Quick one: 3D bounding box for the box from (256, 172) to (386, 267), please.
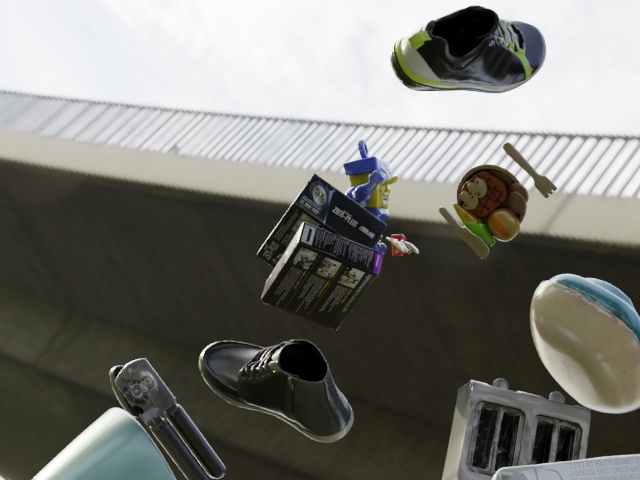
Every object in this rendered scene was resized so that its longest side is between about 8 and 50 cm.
[{"bbox_3d":[0.000,0.000,1.942,0.147,0.077,0.180,35,-37,-1],"label":"box"}]

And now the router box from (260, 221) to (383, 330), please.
[{"bbox_3d":[0.000,0.058,1.823,0.133,0.046,0.179,22,-39,-10],"label":"router box"}]

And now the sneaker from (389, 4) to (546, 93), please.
[{"bbox_3d":[0.186,-0.219,1.345,0.097,0.235,0.084,-42,-112,51],"label":"sneaker"}]

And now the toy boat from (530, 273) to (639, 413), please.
[{"bbox_3d":[0.435,0.165,1.603,0.318,0.148,0.267,33,-16,32],"label":"toy boat"}]

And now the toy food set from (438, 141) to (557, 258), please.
[{"bbox_3d":[0.281,-0.061,1.950,0.132,0.038,0.192,46,-54,7],"label":"toy food set"}]

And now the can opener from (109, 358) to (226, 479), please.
[{"bbox_3d":[-0.289,0.342,2.216,0.283,0.076,0.095,56,-29,-13],"label":"can opener"}]

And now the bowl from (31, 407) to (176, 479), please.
[{"bbox_3d":[-0.286,0.394,1.568,0.311,0.163,0.311,43,-36,43],"label":"bowl"}]

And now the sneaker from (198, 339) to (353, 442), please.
[{"bbox_3d":[-0.061,0.147,1.414,0.222,0.083,0.118,20,-36,30],"label":"sneaker"}]

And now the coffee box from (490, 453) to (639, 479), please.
[{"bbox_3d":[0.294,0.368,0.925,0.338,0.334,0.338,-4,-26,-5],"label":"coffee box"}]

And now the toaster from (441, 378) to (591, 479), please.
[{"bbox_3d":[0.249,0.281,1.544,0.168,0.185,0.110,14,-23,1],"label":"toaster"}]

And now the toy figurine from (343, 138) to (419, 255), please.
[{"bbox_3d":[0.055,-0.081,2.193,0.191,0.362,0.217,-3,-93,19],"label":"toy figurine"}]
